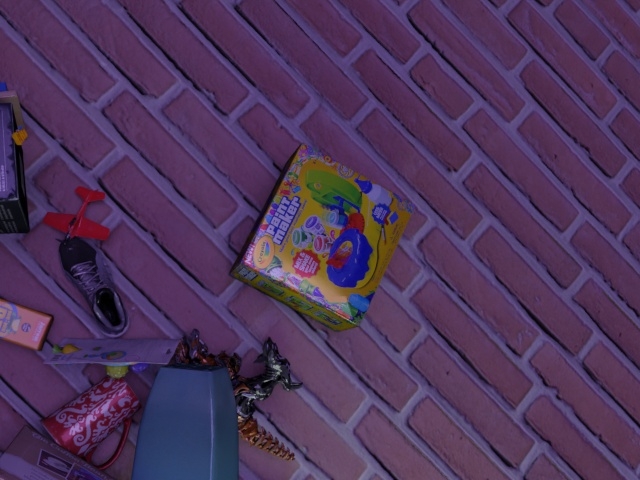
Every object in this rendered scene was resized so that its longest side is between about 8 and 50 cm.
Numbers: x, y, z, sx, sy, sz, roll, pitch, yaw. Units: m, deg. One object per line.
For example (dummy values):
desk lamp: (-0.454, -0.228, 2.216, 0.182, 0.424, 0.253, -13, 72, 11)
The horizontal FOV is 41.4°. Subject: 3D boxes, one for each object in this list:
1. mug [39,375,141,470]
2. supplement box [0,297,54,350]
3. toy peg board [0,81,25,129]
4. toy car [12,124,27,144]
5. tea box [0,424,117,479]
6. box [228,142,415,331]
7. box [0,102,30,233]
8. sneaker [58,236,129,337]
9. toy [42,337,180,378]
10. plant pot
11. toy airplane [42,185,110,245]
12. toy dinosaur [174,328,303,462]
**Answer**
mug: (-0.442, 0.357, 1.672, 0.169, 0.113, 0.150, -38, 134, -22)
supplement box: (-0.646, 0.144, 1.654, 0.233, 0.080, 0.078, 21, 78, -13)
toy peg board: (-0.681, -0.263, 1.680, 0.161, 0.161, 0.079, -12, 68, -17)
toy car: (-0.547, -0.204, 1.415, 0.060, 0.041, 0.122, -29, 111, 24)
tea box: (-0.495, 0.569, 1.498, 0.329, 0.220, 0.324, 33, 95, -8)
box: (0.000, 0.000, 1.804, 0.279, 0.177, 0.290, 28, 74, -8)
box: (-0.706, -0.116, 1.542, 0.312, 0.343, 0.179, -5, 82, -17)
sneaker: (-0.446, 0.084, 1.689, 0.086, 0.132, 0.229, -32, 90, -18)
toy: (-0.404, 0.234, 1.656, 0.237, 0.137, 0.056, 3, 104, 0)
plant pot: (-0.251, 0.358, 1.622, 0.165, 0.165, 0.235, 3, 88, 12)
toy airplane: (-0.490, -0.053, 1.736, 0.151, 0.028, 0.151, -1, 58, 1)
toy dinosaur: (-0.161, 0.310, 1.746, 0.218, 0.164, 0.322, -38, 110, -3)
